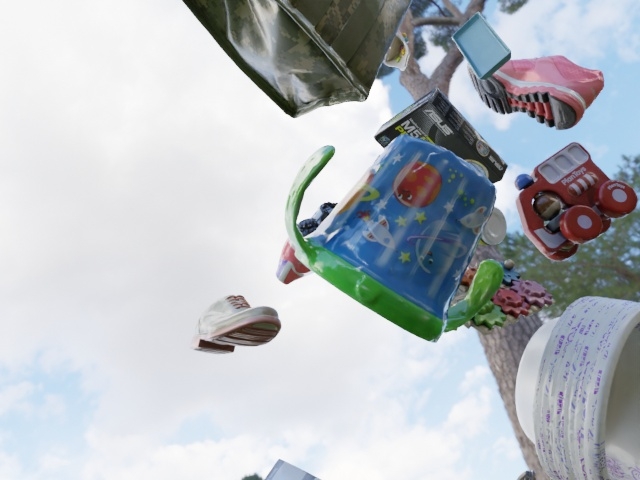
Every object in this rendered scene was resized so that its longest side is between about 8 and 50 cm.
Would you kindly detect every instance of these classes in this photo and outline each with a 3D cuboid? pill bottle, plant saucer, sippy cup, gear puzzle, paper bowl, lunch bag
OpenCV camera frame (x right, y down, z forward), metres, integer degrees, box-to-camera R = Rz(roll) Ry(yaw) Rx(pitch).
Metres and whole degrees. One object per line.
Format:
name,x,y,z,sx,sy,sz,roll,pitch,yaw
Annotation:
pill bottle,0.251,-0.020,0.898,0.065,0.065,0.116,17,-14,-31
plant saucer,0.293,-0.356,0.962,0.018,0.192,0.067,32,-58,-30
sippy cup,0.119,-0.013,0.732,0.224,0.240,0.305,-57,-32,1
gear puzzle,0.303,0.101,1.020,0.339,0.175,0.044,-12,-52,-36
paper bowl,0.402,0.224,0.784,0.284,0.148,0.284,-5,-83,-39
lunch bag,-0.035,-0.324,0.579,0.287,0.169,0.235,39,-114,-34

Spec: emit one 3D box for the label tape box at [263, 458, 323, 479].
label tape box,0.006,0.533,0.835,0.240,0.334,0.105,-47,-43,-39

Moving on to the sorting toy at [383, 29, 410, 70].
sorting toy,0.183,-0.427,1.195,0.045,0.075,0.083,-8,-40,-16

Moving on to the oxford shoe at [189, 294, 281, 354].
oxford shoe,-0.228,0.199,1.349,0.141,0.146,0.397,19,-26,-33

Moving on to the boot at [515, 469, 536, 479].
boot,0.372,0.559,1.126,0.106,0.082,0.219,26,-69,15

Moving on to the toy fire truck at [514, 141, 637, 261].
toy fire truck,0.661,-0.107,1.424,0.302,0.254,0.169,-32,-19,-12

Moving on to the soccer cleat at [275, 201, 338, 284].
soccer cleat,0.000,0.000,1.141,0.109,0.318,0.116,40,-65,7

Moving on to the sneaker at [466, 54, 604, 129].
sneaker,0.453,-0.338,1.121,0.136,0.314,0.116,-42,-45,-6

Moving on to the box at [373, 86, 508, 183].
box,0.296,-0.224,1.320,0.270,0.060,0.216,43,-30,-15
